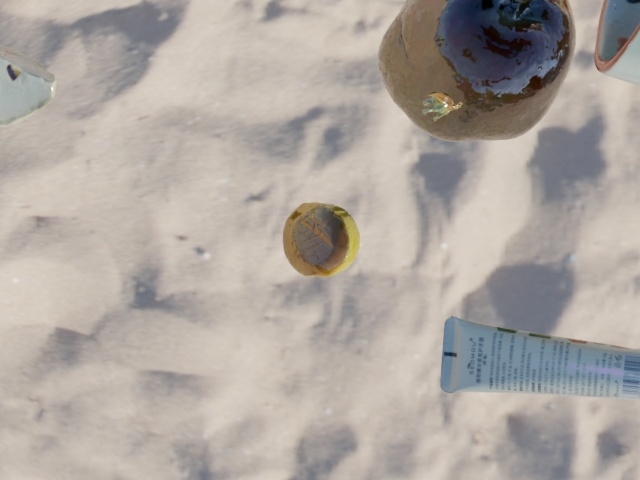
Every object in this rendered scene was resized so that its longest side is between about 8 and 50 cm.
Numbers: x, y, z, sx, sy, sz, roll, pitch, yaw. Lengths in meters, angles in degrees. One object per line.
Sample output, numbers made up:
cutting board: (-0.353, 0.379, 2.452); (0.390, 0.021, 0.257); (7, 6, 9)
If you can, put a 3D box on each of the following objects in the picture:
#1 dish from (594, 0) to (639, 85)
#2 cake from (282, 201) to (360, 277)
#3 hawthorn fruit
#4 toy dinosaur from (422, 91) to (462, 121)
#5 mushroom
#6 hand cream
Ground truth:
dish: (0.368, -0.257, 1.367); (0.117, 0.256, 0.256); (24, 80, -5)
cake: (0.000, 0.000, 1.538); (0.044, 0.084, 0.084); (-7, 95, -60)
hawthorn fruit: (0.236, -0.291, 2.023); (0.267, 0.301, 0.268); (13, 55, -20)
toy dinosaur: (0.144, -0.171, 1.781); (0.113, 0.041, 0.026); (9, 65, -60)
mushroom: (-0.380, -0.176, 1.568); (0.108, 0.247, 0.096); (-44, 118, -19)
hand cream: (0.281, 0.149, 1.693); (0.276, 0.059, 0.095); (6, 97, 11)
